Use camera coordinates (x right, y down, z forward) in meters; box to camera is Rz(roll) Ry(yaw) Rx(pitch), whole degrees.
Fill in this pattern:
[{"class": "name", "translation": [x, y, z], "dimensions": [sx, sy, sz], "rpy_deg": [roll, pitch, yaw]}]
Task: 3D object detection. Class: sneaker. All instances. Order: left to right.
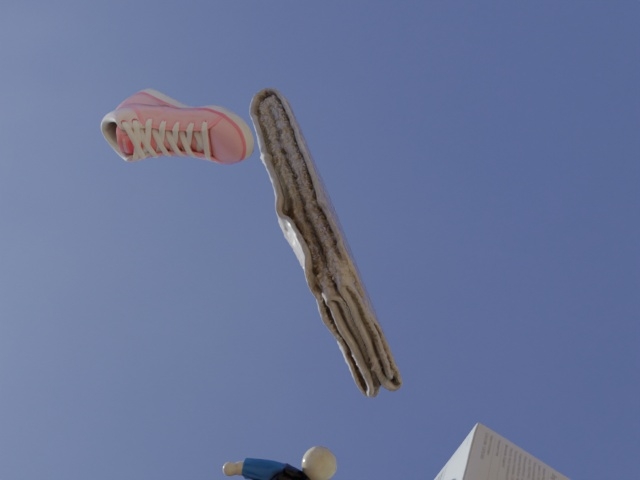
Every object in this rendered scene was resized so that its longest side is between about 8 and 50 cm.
[{"class": "sneaker", "translation": [-0.123, -0.084, 0.694], "dimensions": [0.070, 0.134, 0.051], "rpy_deg": [-41, -39, -42]}]

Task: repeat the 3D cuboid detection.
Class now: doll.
[{"class": "doll", "translation": [-0.059, 0.284, 0.880], "dimensions": [0.189, 0.046, 0.129], "rpy_deg": [-42, -99, 0]}]

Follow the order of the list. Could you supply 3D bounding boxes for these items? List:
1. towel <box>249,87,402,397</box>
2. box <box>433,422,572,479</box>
[{"class": "towel", "translation": [0.000, 0.000, 0.803], "dimensions": [0.049, 0.282, 0.187], "rpy_deg": [-22, -46, 2]}, {"class": "box", "translation": [0.141, 0.308, 0.798], "dimensions": [0.119, 0.182, 0.181], "rpy_deg": [32, -63, 5]}]
